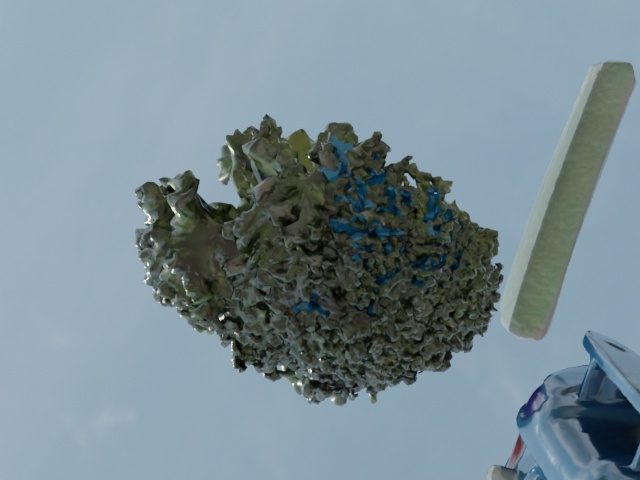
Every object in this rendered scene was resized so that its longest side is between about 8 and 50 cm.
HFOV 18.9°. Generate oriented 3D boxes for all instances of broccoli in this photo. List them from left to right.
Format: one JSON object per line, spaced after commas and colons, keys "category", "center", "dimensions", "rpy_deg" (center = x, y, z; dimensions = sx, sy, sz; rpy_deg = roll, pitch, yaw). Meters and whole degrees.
{"category": "broccoli", "center": [0.000, 0.000, 0.939], "dimensions": [0.167, 0.154, 0.160], "rpy_deg": [-19, -154, 6]}

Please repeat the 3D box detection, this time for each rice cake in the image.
{"category": "rice cake", "center": [0.187, -0.033, 1.465], "dimensions": [0.042, 0.080, 0.221], "rpy_deg": [19, -84, -3]}

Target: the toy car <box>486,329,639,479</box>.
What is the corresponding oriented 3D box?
{"category": "toy car", "center": [0.206, 0.119, 0.607], "dimensions": [0.314, 0.166, 0.198], "rpy_deg": [17, -167, -11]}
